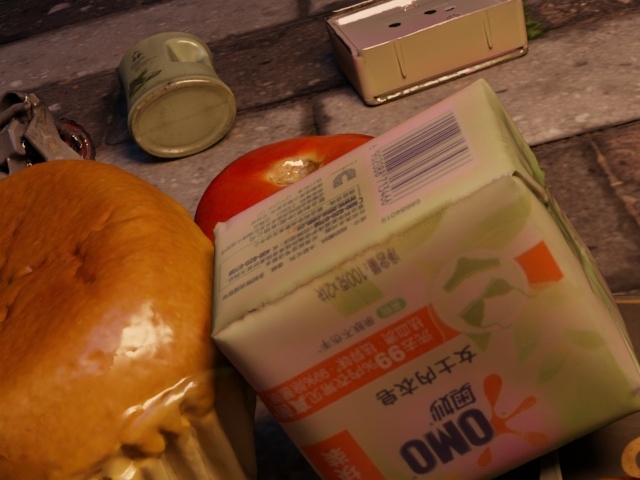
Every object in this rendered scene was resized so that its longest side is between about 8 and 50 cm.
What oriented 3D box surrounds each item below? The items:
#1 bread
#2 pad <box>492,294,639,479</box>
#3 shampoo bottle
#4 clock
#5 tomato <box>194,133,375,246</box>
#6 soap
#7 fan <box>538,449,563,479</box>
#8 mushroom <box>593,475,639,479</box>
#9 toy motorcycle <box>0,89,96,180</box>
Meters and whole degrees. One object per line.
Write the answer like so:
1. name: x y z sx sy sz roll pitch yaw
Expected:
1. bread: -0.176 0.067 0.768 0.236 0.183 0.388 -32 34 -20
2. pad: 0.245 0.101 0.623 0.375 0.063 0.315 -3 34 24
3. shampoo bottle: -0.172 -0.180 1.262 0.118 0.087 0.234 -22 31 -3
4. clock: 0.115 -0.229 1.213 0.192 0.071 0.147 -20 30 -5
5. tomato: 0.000 0.000 0.835 0.195 0.136 0.195 -14 28 8
6. soap: 0.062 0.042 0.648 0.199 0.182 0.138 -29 26 12
7. fan: 0.129 0.162 0.606 0.132 0.009 0.220 -12 36 17
8. mushroom: 0.114 0.197 0.436 0.253 0.153 0.253 -16 23 7
9. toy motorcycle: -0.312 -0.082 1.141 0.080 0.122 0.215 -30 20 34
